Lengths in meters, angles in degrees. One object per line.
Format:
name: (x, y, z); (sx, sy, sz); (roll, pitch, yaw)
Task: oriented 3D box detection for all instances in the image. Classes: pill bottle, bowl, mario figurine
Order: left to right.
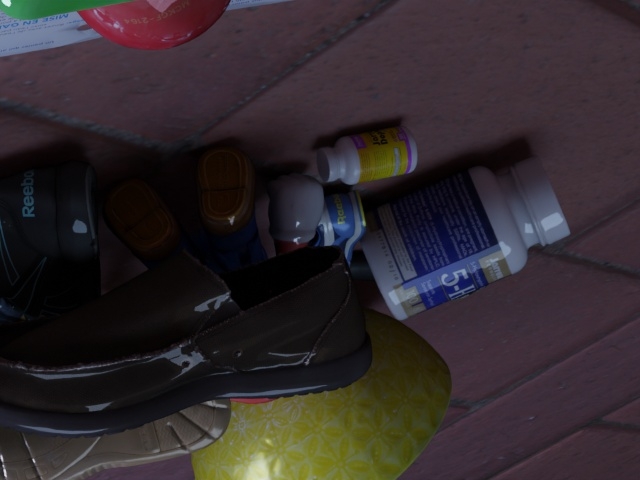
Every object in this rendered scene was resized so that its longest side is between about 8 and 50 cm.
mario figurine: (-0.102, 0.023, 1.727); (0.198, 0.170, 0.320); (12, 152, 17)
bowl: (-0.028, 0.151, 1.938); (0.289, 0.289, 0.156); (-27, 113, 16)
pill bottle: (0.040, -0.074, 1.674); (0.083, 0.043, 0.043); (-12, 156, -21)
pill bottle: (0.137, -0.008, 1.818); (0.187, 0.112, 0.112); (-23, 157, 5)

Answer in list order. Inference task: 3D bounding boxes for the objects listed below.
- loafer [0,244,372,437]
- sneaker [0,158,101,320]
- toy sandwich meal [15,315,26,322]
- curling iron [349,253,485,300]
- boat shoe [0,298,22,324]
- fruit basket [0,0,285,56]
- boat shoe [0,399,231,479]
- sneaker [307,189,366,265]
loafer: (-0.130, 0.064, 1.549); (0.366, 0.134, 0.130); (-8, 112, -28)
sneaker: (-0.237, 0.014, 1.602); (0.106, 0.101, 0.267); (-3, 149, -6)
toy sandwich meal: (-0.301, 0.092, 1.774); (0.085, 0.029, 0.085); (-18, 157, -8)
curling iron: (0.079, 0.036, 1.964); (0.274, 0.035, 0.068); (2, 148, -44)
boat shoe: (-0.337, 0.050, 1.624); (0.083, 0.065, 0.183); (-50, 141, 8)
fruit basket: (-0.112, -0.206, 1.164); (0.327, 0.165, 0.353); (-13, 172, -17)
boat shoe: (-0.218, 0.155, 1.669); (0.285, 0.103, 0.092); (-11, -168, 2)
sneaker: (0.000, 0.000, 1.801); (0.059, 0.053, 0.144); (-8, 149, -18)
